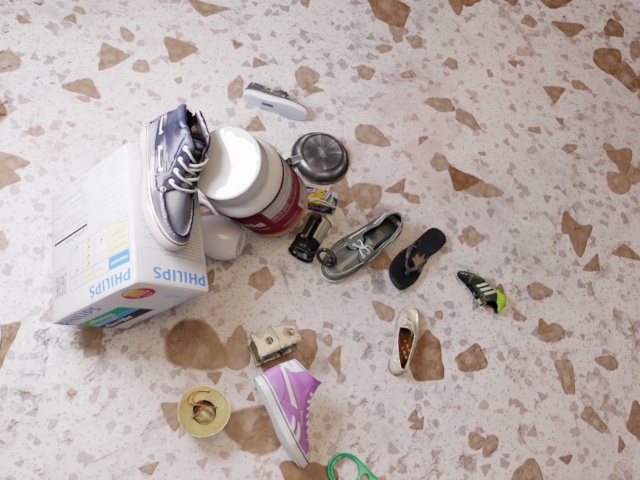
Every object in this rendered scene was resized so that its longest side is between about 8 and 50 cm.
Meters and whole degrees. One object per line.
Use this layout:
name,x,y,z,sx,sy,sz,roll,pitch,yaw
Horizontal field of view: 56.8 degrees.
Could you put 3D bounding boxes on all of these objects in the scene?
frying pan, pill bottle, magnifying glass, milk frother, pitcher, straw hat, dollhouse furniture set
frying pan,-0.061,-0.283,1.920,0.325,0.053,0.198,7,66,-12
pill bottle,-0.187,-0.153,1.622,0.223,0.392,0.224,-3,78,14
magnifying glass,0.128,0.640,1.586,0.230,0.026,0.092,20,65,0
milk frother,0.000,0.000,1.770,0.143,0.129,0.135,31,66,-5
pitcher,-0.319,-0.038,1.729,0.207,0.126,0.178,16,58,9
straw hat,-0.304,0.456,1.553,0.144,0.061,0.145,3,51,-4
dollhouse furniture set,-0.101,0.333,1.607,0.128,0.129,0.184,-19,72,-18

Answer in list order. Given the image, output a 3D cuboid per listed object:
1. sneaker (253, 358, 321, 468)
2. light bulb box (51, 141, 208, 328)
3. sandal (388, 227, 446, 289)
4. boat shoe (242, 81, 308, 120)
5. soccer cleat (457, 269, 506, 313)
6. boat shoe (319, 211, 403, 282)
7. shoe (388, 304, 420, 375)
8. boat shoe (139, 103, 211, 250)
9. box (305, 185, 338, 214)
sneaker,-0.048,0.446,1.543,0.161,0.102,0.282,-26,106,-23
light bulb box,-0.497,0.005,1.515,0.225,0.357,0.362,16,58,-50
sandal,0.301,0.046,1.847,0.097,0.054,0.254,39,66,6
boat shoe,-0.142,-0.469,1.966,0.228,0.080,0.076,17,67,4
soccer cleat,0.497,0.157,1.840,0.178,0.060,0.072,34,67,1
boat shoe,0.129,0.010,1.803,0.319,0.099,0.116,-34,80,-21
shoe,0.254,0.289,1.735,0.076,0.058,0.219,19,65,-3
boat shoe,-0.329,-0.157,1.380,0.127,0.158,0.341,10,60,-53
box,-0.032,-0.133,1.852,0.168,0.059,0.054,14,67,-6
